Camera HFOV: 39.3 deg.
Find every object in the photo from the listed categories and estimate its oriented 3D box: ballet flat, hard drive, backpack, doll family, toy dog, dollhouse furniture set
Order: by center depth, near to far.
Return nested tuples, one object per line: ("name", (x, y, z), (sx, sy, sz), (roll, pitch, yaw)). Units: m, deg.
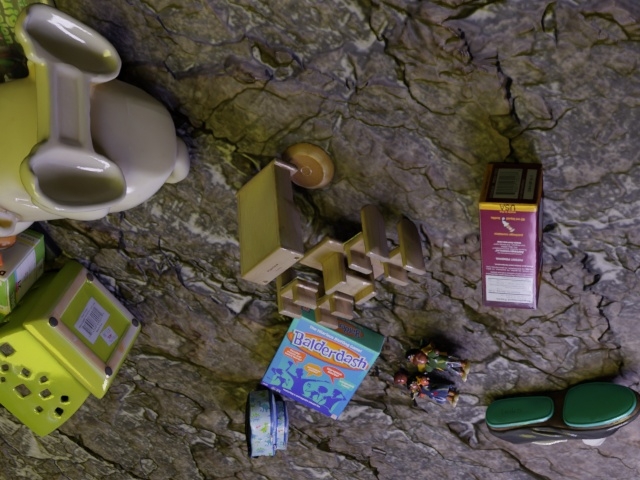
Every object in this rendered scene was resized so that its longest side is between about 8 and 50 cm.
("toy dog", (-0.443, -0.137, 1.354), (0.408, 0.395, 0.284), (-14, 84, 33))
("dollhouse furniture set", (0.000, 0.000, 1.386), (0.242, 0.161, 0.212), (20, 139, -35))
("ballet flat", (0.412, 0.294, 1.488), (0.280, 0.095, 0.096), (-13, 132, 40))
("doll family", (0.185, 0.228, 1.524), (0.111, 0.076, 0.193), (13, 133, 4))
("hard drive", (-0.555, 0.008, 1.654), (0.135, 0.022, 0.094), (-16, 120, 30))
("backpack", (-0.103, 0.343, 1.704), (0.084, 0.105, 0.114), (-5, 128, -4))

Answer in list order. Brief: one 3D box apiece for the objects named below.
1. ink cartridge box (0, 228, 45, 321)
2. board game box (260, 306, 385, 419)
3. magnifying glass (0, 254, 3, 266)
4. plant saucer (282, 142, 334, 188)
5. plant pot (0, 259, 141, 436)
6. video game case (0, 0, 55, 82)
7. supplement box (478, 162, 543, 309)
("ink cartridge box", (-0.622, 0.069, 1.541), (0.189, 0.255, 0.097), (19, 131, 5))
("board game box", (0.000, 0.215, 1.597), (0.160, 0.047, 0.210), (25, 130, 0))
("magnifying glass", (-0.579, -0.065, 1.511), (0.026, 0.092, 0.231), (-24, 82, 55))
("plant saucer", (-0.021, -0.110, 1.368), (0.083, 0.015, 0.083), (10, 130, 13))
("plant pot", (-0.477, 0.184, 1.639), (0.207, 0.228, 0.227), (-28, 113, 29))
("video game case", (-0.470, -0.314, 1.368), (0.173, 0.022, 0.190), (2, 127, 18))
("supplement box", (0.275, -0.005, 1.283), (0.081, 0.104, 0.188), (3, 128, 18))
